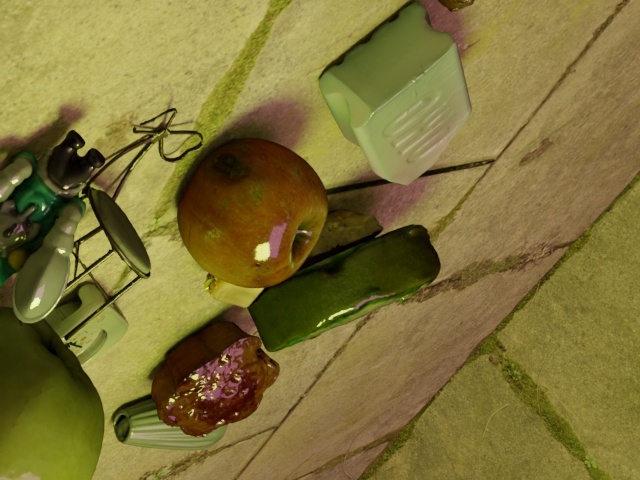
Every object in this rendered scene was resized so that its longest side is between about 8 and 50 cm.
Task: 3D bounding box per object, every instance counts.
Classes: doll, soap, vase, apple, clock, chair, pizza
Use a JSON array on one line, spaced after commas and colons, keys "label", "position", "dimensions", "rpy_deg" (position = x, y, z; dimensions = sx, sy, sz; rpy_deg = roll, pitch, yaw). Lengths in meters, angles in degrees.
[{"label": "doll", "position": [-0.394, -0.027, 1.488], "dimensions": [0.153, 0.195, 0.258], "rpy_deg": [-105, -147, -77]}, {"label": "soap", "position": [0.134, -0.221, 1.961], "dimensions": [0.208, 0.115, 0.347], "rpy_deg": [-38, 159, -1]}, {"label": "vase", "position": [-0.308, 0.370, 2.439], "dimensions": [0.248, 0.128, 0.128], "rpy_deg": [2, 136, -46]}, {"label": "apple", "position": [-0.110, -0.045, 1.840], "dimensions": [0.237, 0.208, 0.237], "rpy_deg": [-51, 161, -25]}, {"label": "apple", "position": [-0.474, 0.267, 1.645], "dimensions": [0.357, 0.357, 0.357], "rpy_deg": [-33, 158, -15]}, {"label": "clock", "position": [-0.408, 0.158, 1.916], "dimensions": [0.191, 0.062, 0.151], "rpy_deg": [-36, 160, -6]}, {"label": "chair", "position": [-0.282, -0.019, 1.642], "dimensions": [0.326, 0.170, 0.160], "rpy_deg": [-34, 157, 4]}, {"label": "pizza", "position": [0.008, -0.004, 2.269], "dimensions": [0.188, 0.080, 0.204], "rpy_deg": [-20, 170, -12]}]

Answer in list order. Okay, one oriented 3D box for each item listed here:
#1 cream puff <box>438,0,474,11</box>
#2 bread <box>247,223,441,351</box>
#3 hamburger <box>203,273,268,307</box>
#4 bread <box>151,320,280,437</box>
[{"label": "cream puff", "position": [0.221, -0.389, 1.837], "dimensions": [0.083, 0.058, 0.083], "rpy_deg": [-32, 160, -22]}, {"label": "bread", "position": [0.041, 0.097, 2.257], "dimensions": [0.382, 0.129, 0.366], "rpy_deg": [-26, 176, 37]}, {"label": "hamburger", "position": [-0.116, 0.032, 2.043], "dimensions": [0.173, 0.116, 0.210], "rpy_deg": [-39, 176, -27]}, {"label": "bread", "position": [-0.207, 0.279, 2.334], "dimensions": [0.247, 0.135, 0.232], "rpy_deg": [-37, 136, -6]}]
